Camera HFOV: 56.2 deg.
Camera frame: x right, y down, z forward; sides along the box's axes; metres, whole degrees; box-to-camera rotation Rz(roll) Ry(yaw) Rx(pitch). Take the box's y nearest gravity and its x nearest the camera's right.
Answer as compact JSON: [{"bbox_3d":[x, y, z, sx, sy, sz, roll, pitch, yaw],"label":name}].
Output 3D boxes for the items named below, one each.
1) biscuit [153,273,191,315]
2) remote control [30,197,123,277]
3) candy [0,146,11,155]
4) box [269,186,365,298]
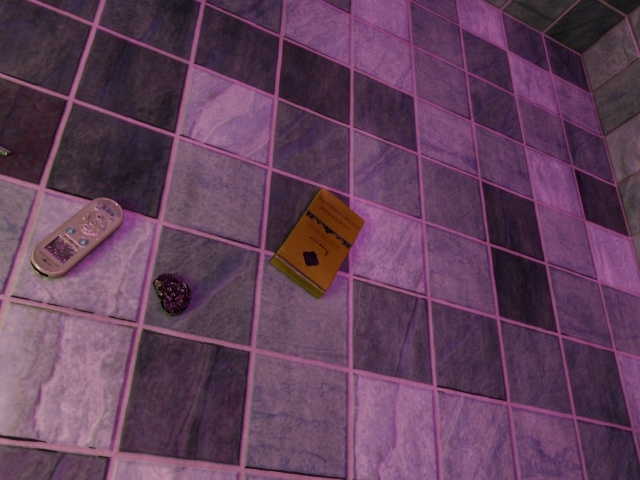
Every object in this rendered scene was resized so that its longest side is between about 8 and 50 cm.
[{"bbox_3d":[-0.317,0.113,1.267,0.089,0.027,0.087,32,51,-14],"label":"biscuit"},{"bbox_3d":[-0.491,-0.007,1.218,0.078,0.042,0.221,42,51,-6],"label":"remote control"},{"bbox_3d":[-0.775,-0.251,1.170,0.335,0.093,0.092,28,95,-26],"label":"candy"},{"bbox_3d":[0.000,-0.001,1.521,0.153,0.041,0.279,39,51,-9],"label":"box"}]
